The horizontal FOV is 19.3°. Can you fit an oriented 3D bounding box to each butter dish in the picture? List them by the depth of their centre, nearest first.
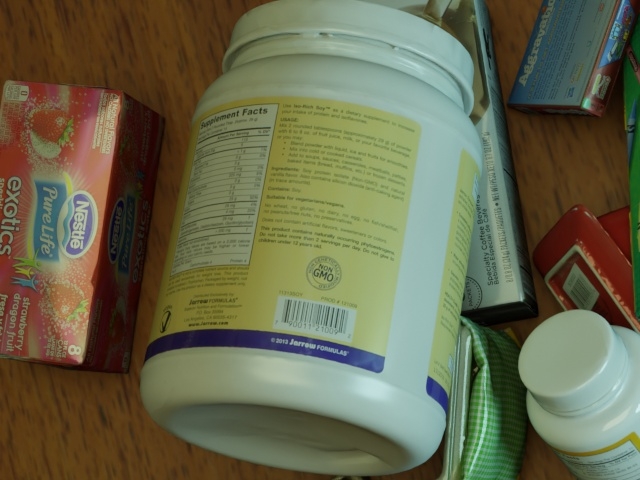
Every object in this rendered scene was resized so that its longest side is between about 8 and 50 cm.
[{"bbox_3d":[0.279,0.032,1.628,0.118,0.160,0.160,-32,80,-17],"label":"butter dish"}]

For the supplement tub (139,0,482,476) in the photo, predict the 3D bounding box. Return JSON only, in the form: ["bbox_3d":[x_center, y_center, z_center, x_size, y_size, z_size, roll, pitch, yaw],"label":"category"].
[{"bbox_3d":[0.000,0.000,1.491,0.241,0.241,0.331,5,69,14],"label":"supplement tub"}]

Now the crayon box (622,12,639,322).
[{"bbox_3d":[0.346,-0.059,1.567,0.165,0.081,0.278,11,63,-18],"label":"crayon box"}]

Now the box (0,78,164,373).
[{"bbox_3d":[-0.235,-0.010,1.748,0.123,0.128,0.257,6,84,14],"label":"box"}]

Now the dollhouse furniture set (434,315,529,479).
[{"bbox_3d":[0.184,0.219,1.584,0.151,0.197,0.301,2,84,15],"label":"dollhouse furniture set"}]

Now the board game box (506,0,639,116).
[{"bbox_3d":[0.251,-0.246,1.665,0.027,0.145,0.281,20,88,-22],"label":"board game box"}]

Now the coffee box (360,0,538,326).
[{"bbox_3d":[0.086,-0.066,1.685,0.168,0.119,0.297,-10,80,12],"label":"coffee box"}]

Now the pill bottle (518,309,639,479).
[{"bbox_3d":[0.248,0.150,1.559,0.117,0.215,0.117,-22,43,22],"label":"pill bottle"}]

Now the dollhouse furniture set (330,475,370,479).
[{"bbox_3d":[0.005,0.166,1.641,0.101,0.182,0.161,-35,76,7],"label":"dollhouse furniture set"}]
